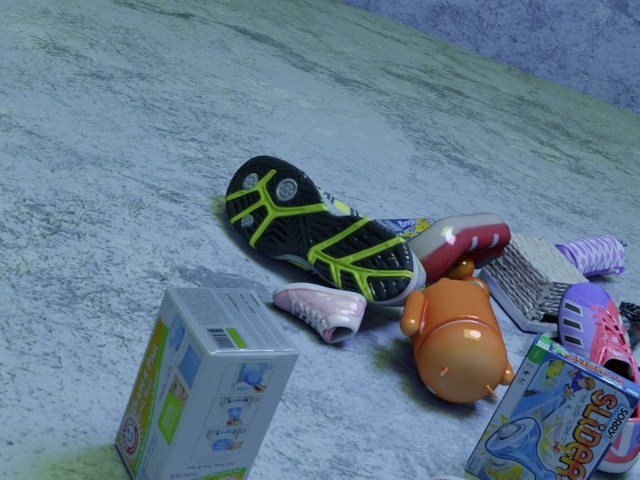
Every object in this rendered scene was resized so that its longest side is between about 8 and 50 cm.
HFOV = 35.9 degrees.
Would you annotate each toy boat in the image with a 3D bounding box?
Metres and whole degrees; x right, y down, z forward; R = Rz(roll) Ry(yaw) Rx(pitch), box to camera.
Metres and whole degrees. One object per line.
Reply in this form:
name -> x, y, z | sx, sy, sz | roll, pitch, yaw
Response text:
toy boat -> 0.225, 0.048, 1.608 | 0.231, 0.151, 0.151 | -7, 67, -46

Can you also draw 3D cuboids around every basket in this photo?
basket -> 0.367, 0.071, 1.683 | 0.113, 0.103, 0.167 | 8, 28, -29

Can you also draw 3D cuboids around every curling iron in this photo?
curling iron -> 0.527, 0.163, 1.714 | 0.068, 0.035, 0.274 | 27, 25, 20

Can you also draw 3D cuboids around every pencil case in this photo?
pencil case -> 0.505, 0.040, 1.889 | 0.206, 0.086, 0.088 | -7, 62, -44

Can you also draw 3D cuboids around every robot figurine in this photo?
robot figurine -> 0.188, 0.139, 1.378 | 0.128, 0.158, 0.219 | -19, 27, 7

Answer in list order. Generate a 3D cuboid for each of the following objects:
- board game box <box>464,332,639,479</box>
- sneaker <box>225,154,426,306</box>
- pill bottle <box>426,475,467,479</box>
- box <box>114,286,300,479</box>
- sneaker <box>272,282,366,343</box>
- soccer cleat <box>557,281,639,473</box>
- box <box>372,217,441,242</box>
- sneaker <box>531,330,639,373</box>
board game box -> 0.277, 0.228, 1.189 | 0.136, 0.201, 0.035 | 27, 26, 11
sneaker -> 0.000, 0.000, 1.533 | 0.384, 0.145, 0.147 | 37, -2, 32
pill bottle -> 0.100, 0.321, 0.973 | 0.108, 0.108, 0.193 | 31, 27, 18
box -> -0.119, 0.161, 0.996 | 0.103, 0.203, 0.114 | 4, 29, -36
sneaker -> -0.006, 0.103, 1.378 | 0.134, 0.051, 0.070 | 7, 52, 6
soccer cleat -> 0.406, 0.167, 1.401 | 0.108, 0.116, 0.318 | 5, 47, 1
box -> 0.154, -0.001, 1.702 | 0.168, 0.059, 0.054 | -1, 35, -41
sneaker -> 0.426, 0.213, 1.482 | 0.216, 0.079, 0.121 | 20, 26, -5
